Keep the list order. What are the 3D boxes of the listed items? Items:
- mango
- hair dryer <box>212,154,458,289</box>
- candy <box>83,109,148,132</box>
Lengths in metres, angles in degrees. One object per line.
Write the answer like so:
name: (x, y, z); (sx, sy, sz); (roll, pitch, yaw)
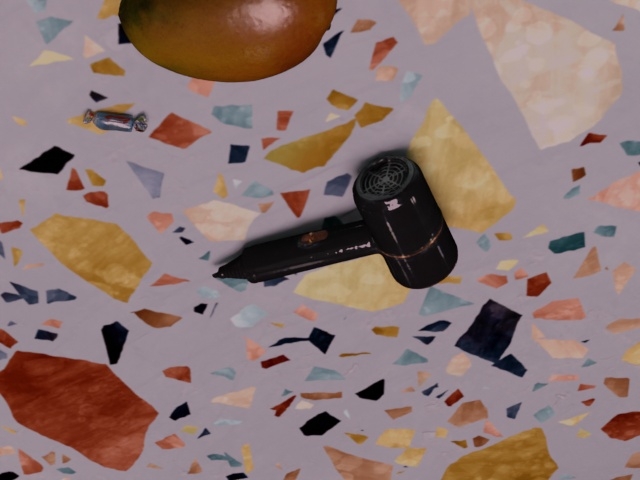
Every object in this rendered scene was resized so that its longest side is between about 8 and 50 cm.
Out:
mango: (-0.101, -0.265, 1.718); (0.255, 0.139, 0.175); (-14, 126, 18)
hair dryer: (0.000, 0.000, 2.059); (0.352, 0.107, 0.189); (-14, 135, 15)
candy: (-0.266, -0.155, 1.897); (0.083, 0.020, 0.030); (8, 135, -14)
